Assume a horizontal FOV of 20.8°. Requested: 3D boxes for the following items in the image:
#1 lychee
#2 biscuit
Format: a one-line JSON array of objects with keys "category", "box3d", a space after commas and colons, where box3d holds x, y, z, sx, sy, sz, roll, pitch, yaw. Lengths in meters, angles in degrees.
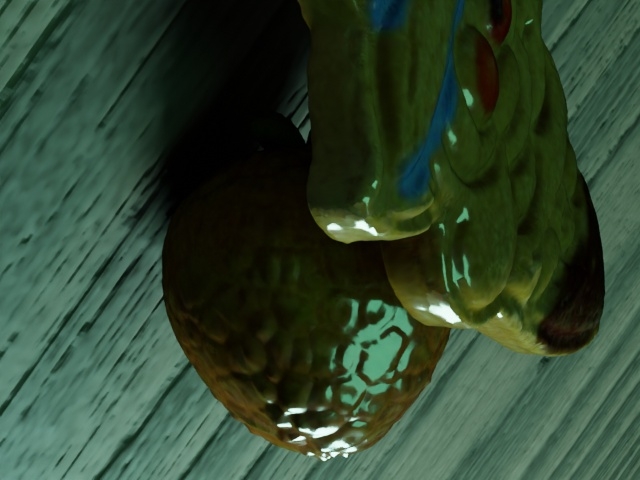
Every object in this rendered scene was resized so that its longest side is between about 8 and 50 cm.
[{"category": "lychee", "box3d": [-0.001, 0.006, 0.601, 0.114, 0.140, 0.101, 9, 134, -27]}, {"category": "biscuit", "box3d": [0.044, -0.049, 0.550, 0.280, 0.043, 0.183, 54, 40, -41]}]
